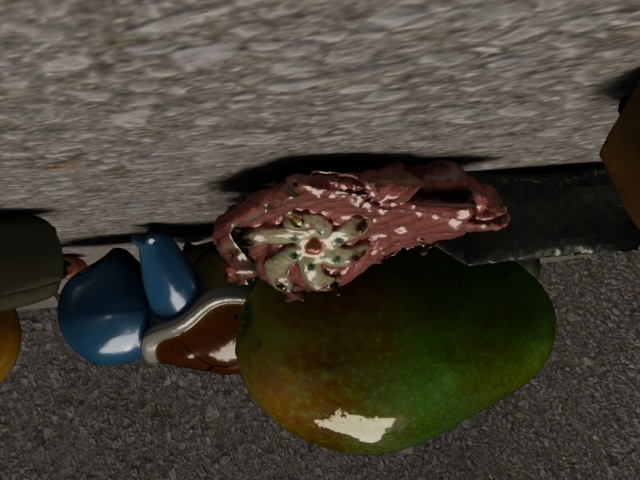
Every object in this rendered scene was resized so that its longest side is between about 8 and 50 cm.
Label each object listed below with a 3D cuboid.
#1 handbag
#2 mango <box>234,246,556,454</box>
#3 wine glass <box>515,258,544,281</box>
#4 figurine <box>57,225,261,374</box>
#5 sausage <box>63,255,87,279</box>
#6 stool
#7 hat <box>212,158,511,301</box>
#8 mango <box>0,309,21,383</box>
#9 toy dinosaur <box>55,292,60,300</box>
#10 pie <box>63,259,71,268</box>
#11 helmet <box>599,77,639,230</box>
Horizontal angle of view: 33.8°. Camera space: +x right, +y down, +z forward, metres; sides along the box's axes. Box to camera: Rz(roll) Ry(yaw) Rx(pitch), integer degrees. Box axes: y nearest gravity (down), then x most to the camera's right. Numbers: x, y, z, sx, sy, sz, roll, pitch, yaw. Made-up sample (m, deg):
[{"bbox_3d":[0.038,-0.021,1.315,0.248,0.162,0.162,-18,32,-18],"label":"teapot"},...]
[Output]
[{"bbox_3d":[0.205,-0.028,1.079,0.270,0.088,0.175,-5,-177,-12],"label":"handbag"},{"bbox_3d":[0.093,0.111,1.135,0.382,0.225,0.201,-2,168,-24],"label":"mango"},{"bbox_3d":[0.269,0.041,1.715,0.126,0.126,0.241,-8,173,31],"label":"wine glass"},{"bbox_3d":[-0.103,0.071,1.300,0.416,0.243,0.298,15,-175,1],"label":"figurine"},{"bbox_3d":[-0.346,0.038,1.459,0.034,0.034,0.083,-6,178,2],"label":"sausage"},{"bbox_3d":[-0.294,0.021,0.957,0.110,0.096,0.096,-9,179,-45],"label":"stool"},{"bbox_3d":[0.000,0.000,0.949,0.237,0.107,0.286,10,163,-35],"label":"hat"},{"bbox_3d":[-0.411,0.083,1.122,0.193,0.146,0.316,36,171,-12],"label":"mango"},{"bbox_3d":[-0.292,0.078,1.783,0.327,0.112,0.206,6,-161,-10],"label":"toy dinosaur"},{"bbox_3d":[-0.384,0.036,1.362,0.088,0.033,0.191,-14,-178,-26],"label":"pie"},{"bbox_3d":[0.288,-0.043,0.639,0.224,0.130,0.198,-8,178,17],"label":"helmet"}]
